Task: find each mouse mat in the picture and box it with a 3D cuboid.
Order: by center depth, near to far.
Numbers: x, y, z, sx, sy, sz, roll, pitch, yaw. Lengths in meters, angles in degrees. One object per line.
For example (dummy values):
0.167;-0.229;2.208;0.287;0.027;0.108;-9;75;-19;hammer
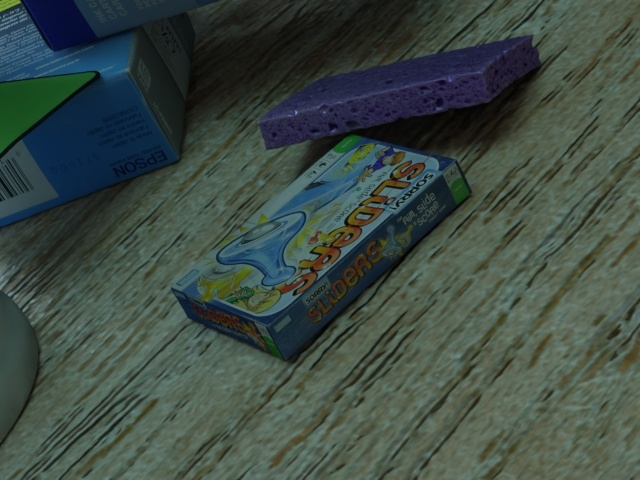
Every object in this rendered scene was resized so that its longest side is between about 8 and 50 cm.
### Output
-0.295;-0.098;1.483;0.153;0.007;0.189;-3;31;34;mouse mat

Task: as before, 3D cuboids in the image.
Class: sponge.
0.065;-0.123;1.410;0.210;0.031;0.117;-9;16;30;sponge

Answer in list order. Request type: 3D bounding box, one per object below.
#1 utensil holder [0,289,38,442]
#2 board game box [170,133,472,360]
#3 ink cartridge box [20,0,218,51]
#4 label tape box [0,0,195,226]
-0.452;0.018;1.306;0.328;0.385;0.327;-22;30;13;utensil holder
0.000;0.000;1.305;0.201;0.035;0.136;-42;32;-22;board game box
-0.137;-0.332;1.596;0.396;0.151;0.270;-15;34;20;ink cartridge box
-0.256;-0.169;1.695;0.249;0.115;0.347;-20;31;15;label tape box
